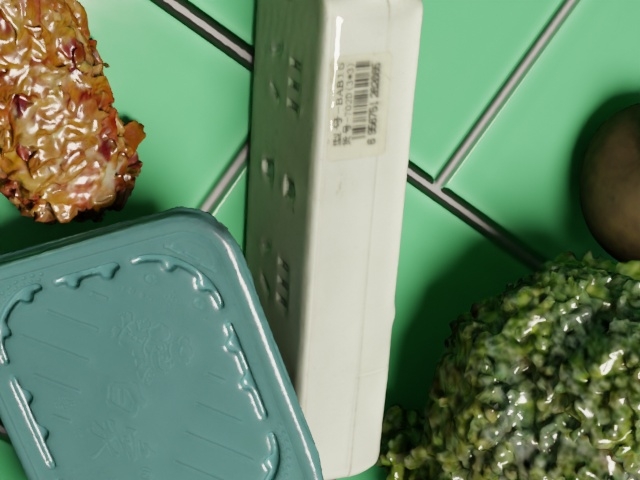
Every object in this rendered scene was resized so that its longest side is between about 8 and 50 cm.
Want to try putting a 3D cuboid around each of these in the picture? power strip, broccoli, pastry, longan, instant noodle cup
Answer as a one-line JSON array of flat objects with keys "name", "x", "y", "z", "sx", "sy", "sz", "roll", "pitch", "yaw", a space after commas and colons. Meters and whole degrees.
[{"name": "power strip", "x": 0.000, "y": 0.000, "z": 0.757, "sx": 0.058, "sy": 0.098, "sz": 0.338, "roll": -9, "pitch": 117, "yaw": -24}, {"name": "broccoli", "x": 0.177, "y": 0.137, "z": 0.836, "sx": 0.260, "sy": 0.288, "sz": 0.235, "roll": 28, "pitch": 61, "yaw": -54}, {"name": "pastry", "x": -0.136, "y": -0.071, "z": 0.670, "sx": 0.087, "sy": 0.063, "sz": 0.169, "roll": -33, "pitch": 124, "yaw": -13}, {"name": "longan", "x": 0.207, "y": -0.036, "z": 0.847, "sx": 0.106, "sy": 0.106, "sz": 0.119, "roll": -36, "pitch": 152, "yaw": -9}, {"name": "instant noodle cup", "x": -0.086, "y": 0.070, "z": 0.718, "sx": 0.157, "sy": 0.070, "sz": 0.179, "roll": -15, "pitch": 106, "yaw": 17}]
